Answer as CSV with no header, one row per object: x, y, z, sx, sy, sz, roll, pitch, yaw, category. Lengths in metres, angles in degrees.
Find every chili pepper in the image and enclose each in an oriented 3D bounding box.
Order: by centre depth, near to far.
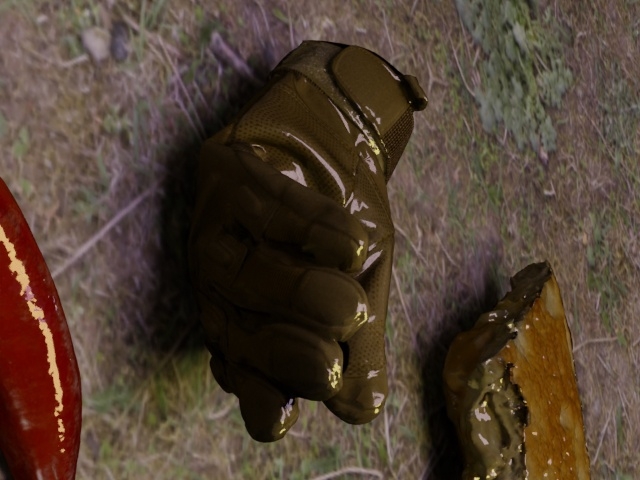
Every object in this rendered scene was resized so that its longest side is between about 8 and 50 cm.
-0.175,0.030,0.722,0.063,0.071,0.272,-121,-169,-67,chili pepper

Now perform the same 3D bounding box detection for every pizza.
0.163,0.172,1.158,0.223,0.089,0.323,14,69,-60,pizza

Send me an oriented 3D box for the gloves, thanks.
-0.015,-0.002,0.897,0.331,0.141,0.154,-74,165,-47,gloves
